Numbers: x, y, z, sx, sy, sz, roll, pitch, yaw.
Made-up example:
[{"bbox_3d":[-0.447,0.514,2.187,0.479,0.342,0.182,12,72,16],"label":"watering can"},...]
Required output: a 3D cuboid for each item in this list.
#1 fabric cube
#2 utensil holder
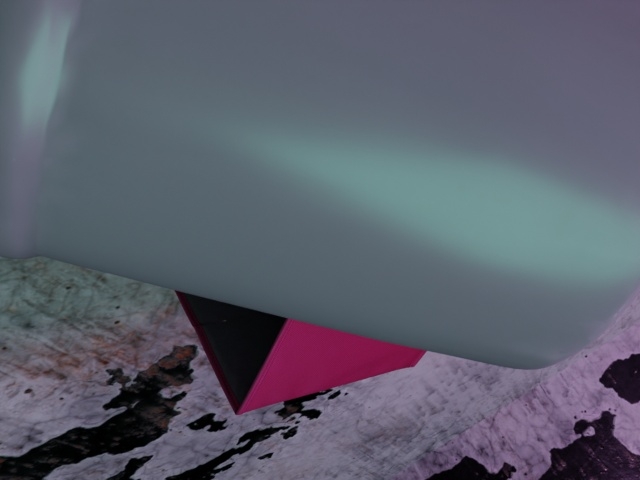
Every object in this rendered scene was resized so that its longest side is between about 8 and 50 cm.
[{"bbox_3d":[0.000,0.000,0.856,0.258,0.259,0.254,-8,140,-34],"label":"fabric cube"},{"bbox_3d":[0.003,-0.098,0.527,0.385,0.328,0.328,17,130,-13],"label":"utensil holder"}]
